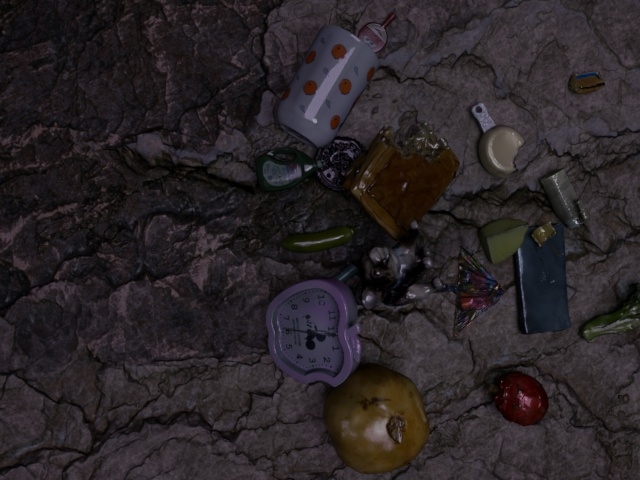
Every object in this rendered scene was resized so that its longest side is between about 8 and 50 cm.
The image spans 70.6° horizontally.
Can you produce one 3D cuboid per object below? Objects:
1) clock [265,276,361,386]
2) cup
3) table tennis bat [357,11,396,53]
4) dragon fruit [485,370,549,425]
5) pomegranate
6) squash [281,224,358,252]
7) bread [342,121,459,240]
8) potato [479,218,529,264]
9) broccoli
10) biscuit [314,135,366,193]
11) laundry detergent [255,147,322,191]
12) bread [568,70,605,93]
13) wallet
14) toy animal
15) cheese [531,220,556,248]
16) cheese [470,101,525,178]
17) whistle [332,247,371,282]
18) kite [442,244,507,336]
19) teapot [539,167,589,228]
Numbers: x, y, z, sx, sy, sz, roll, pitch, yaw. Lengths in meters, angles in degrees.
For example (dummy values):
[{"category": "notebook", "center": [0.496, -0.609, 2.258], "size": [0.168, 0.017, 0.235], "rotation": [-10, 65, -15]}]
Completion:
[{"category": "clock", "center": [-0.010, 0.282, 1.423], "size": [0.338, 0.102, 0.339], "rotation": [2, 93, 27]}, {"category": "cup", "center": [0.009, -0.461, 1.399], "size": [0.212, 0.212, 0.317], "rotation": [32, 92, -6]}, {"category": "table tennis bat", "center": [0.192, -0.690, 1.496], "size": [0.098, 0.019, 0.155], "rotation": [43, 93, -5]}, {"category": "dragon fruit", "center": [0.679, 0.535, 1.537], "size": [0.209, 0.172, 0.172], "rotation": [32, 91, -16]}, {"category": "pomegranate", "center": [0.170, 0.561, 1.430], "size": [0.332, 0.332, 0.333], "rotation": [0, 94, -4]}, {"category": "squash", "center": [0.000, 0.000, 1.499], "size": [0.258, 0.069, 0.069], "rotation": [-10, 94, -3]}, {"category": "bread", "center": [0.243, -0.213, 1.431], "size": [0.314, 0.191, 0.370], "rotation": [43, 76, -30]}, {"category": "potato", "center": [0.628, -0.003, 1.548], "size": [0.149, 0.081, 0.120], "rotation": [-19, 120, 3]}, {"category": "broccoli", "center": [1.051, 0.266, 1.577], "size": [0.304, 0.145, 0.165], "rotation": [-29, 105, 8]}, {"category": "biscuit", "center": [0.072, -0.251, 1.495], "size": [0.194, 0.053, 0.195], "rotation": [0, 94, -4]}, {"category": "laundry detergent", "center": [-0.100, -0.237, 1.458], "size": [0.210, 0.063, 0.137], "rotation": [-12, 89, 9]}, {"category": "bread", "center": [0.907, -0.535, 1.542], "size": [0.105, 0.053, 0.072], "rotation": [-12, 71, -6]}, {"category": "wallet", "center": [0.769, 0.136, 1.575], "size": [0.190, 0.046, 0.379], "rotation": [-6, 92, -6]}, {"category": "toy animal", "center": [0.203, 0.109, 1.395], "size": [0.302, 0.344, 0.194], "rotation": [-24, 61, 12]}, {"category": "cheese", "center": [0.754, -0.021, 1.527], "size": [0.084, 0.041, 0.060], "rotation": [-39, 87, 2]}, {"category": "cheese", "center": [0.573, -0.331, 1.518], "size": [0.248, 0.071, 0.163], "rotation": [37, 89, -6]}, {"category": "whistle", "center": [0.110, 0.095, 1.527], "size": [0.186, 0.039, 0.039], "rotation": [-38, 95, -1]}, {"category": "kite", "center": [0.537, 0.180, 1.578], "size": [0.233, 0.016, 0.321], "rotation": [3, 94, -6]}, {"category": "teapot", "center": [0.838, -0.142, 1.533], "size": [0.077, 0.107, 0.200], "rotation": [-30, 96, -12]}]
